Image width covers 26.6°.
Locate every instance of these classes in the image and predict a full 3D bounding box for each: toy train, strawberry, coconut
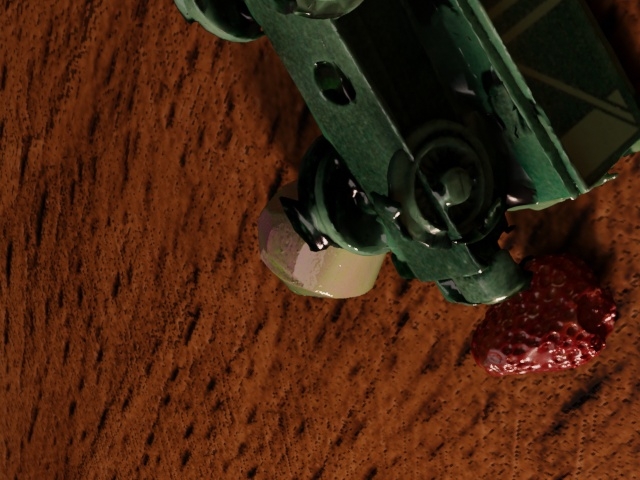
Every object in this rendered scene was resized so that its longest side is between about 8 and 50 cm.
[{"bbox_3d":[0.033,-0.100,0.641,0.115,0.154,0.269,-13,115,54],"label":"toy train"},{"bbox_3d":[0.123,0.049,0.765,0.073,0.083,0.073,39,156,21],"label":"strawberry"},{"bbox_3d":[0.000,0.000,0.866,0.083,0.082,0.081,14,122,-19],"label":"coconut"}]
